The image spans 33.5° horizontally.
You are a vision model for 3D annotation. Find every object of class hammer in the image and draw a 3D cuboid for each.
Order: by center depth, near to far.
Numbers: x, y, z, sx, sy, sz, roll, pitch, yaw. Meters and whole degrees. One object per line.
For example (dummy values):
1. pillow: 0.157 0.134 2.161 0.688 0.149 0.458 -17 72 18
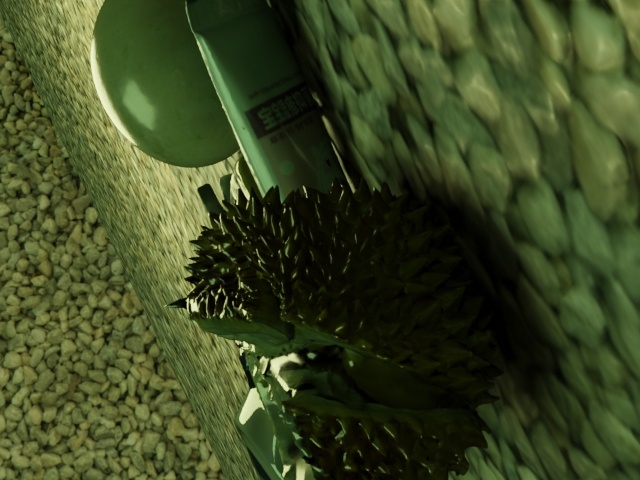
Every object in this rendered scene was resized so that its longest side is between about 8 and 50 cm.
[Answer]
1. hammer: -0.052 -0.015 0.886 0.159 0.041 0.226 59 165 16

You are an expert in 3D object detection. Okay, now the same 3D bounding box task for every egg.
1. egg: -0.100 -0.120 0.733 0.152 0.114 0.114 61 165 24

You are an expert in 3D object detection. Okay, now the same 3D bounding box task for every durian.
1. durian: 0.012 0.052 0.572 0.237 0.137 0.194 36 151 57

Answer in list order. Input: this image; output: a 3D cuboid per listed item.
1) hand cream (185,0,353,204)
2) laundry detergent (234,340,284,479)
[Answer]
1. hand cream: 0.000 0.000 0.669 0.058 0.085 0.331 -18 102 36
2. laundry detergent: 0.010 0.186 0.859 0.281 0.105 0.215 66 163 1
